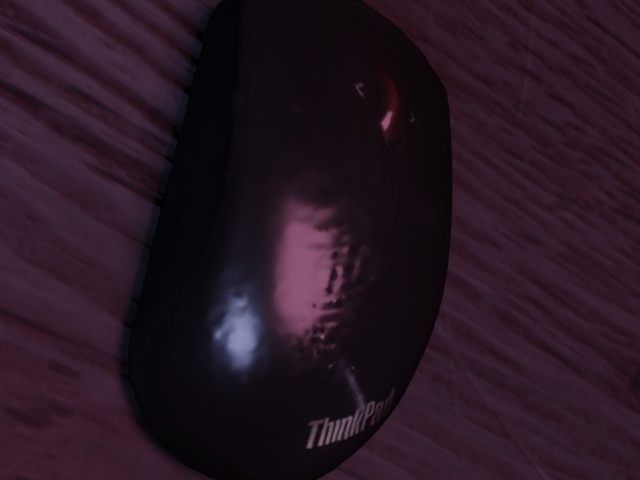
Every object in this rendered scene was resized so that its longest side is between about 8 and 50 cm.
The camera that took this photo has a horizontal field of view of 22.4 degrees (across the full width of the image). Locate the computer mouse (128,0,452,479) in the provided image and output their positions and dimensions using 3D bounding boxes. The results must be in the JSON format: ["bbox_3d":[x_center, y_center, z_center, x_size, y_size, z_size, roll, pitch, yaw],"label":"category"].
[{"bbox_3d":[0.000,0.000,0.862,0.170,0.100,0.269,25,70,-45],"label":"computer mouse"}]
